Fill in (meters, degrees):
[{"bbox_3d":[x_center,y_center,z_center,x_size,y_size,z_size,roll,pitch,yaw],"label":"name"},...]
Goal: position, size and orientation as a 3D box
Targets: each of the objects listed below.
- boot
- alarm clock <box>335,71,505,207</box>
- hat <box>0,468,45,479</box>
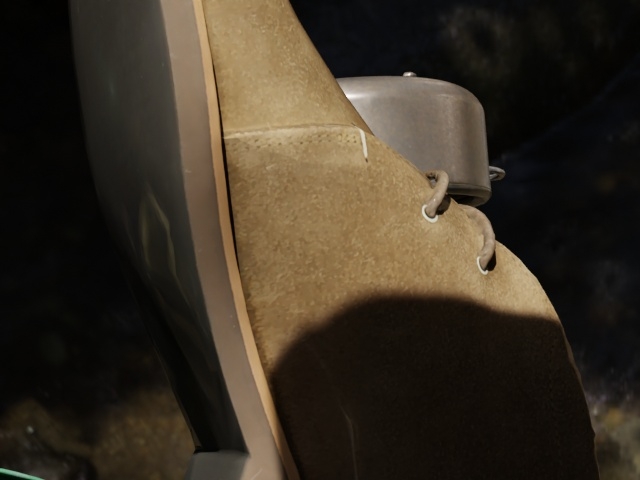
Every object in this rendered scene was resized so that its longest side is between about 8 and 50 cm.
[{"bbox_3d":[0.000,0.000,0.423,0.115,0.112,0.305,-16,96,-16],"label":"boot"},{"bbox_3d":[0.026,-0.040,0.682,0.129,0.192,0.064,-9,80,39],"label":"alarm clock"},{"bbox_3d":[-0.120,0.201,0.423,0.208,0.173,0.183,-57,31,13],"label":"hat"}]
